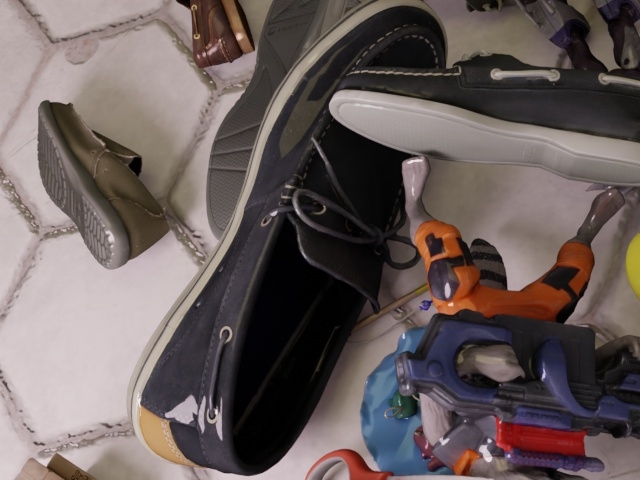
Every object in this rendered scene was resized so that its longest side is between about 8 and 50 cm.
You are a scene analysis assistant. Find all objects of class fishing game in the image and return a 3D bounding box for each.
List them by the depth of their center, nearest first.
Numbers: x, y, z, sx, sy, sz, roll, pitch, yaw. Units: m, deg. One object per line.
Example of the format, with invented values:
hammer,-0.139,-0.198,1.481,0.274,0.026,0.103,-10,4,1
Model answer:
fishing game,0.121,0.147,1.377,0.189,0.041,0.264,-26,57,10

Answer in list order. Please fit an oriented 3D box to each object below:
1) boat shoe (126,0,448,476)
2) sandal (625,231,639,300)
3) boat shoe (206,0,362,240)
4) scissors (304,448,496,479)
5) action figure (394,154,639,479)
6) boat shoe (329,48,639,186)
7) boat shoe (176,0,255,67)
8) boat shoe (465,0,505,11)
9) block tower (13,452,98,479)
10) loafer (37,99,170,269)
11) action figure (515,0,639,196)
boat shoe,0.000,0.000,1.413,0.156,0.187,0.500,21,78,47
sandal,0.419,0.012,1.229,0.317,0.138,0.126,1,59,-4
boat shoe,-0.024,-0.131,1.556,0.118,0.103,0.320,-5,60,42
scissors,0.057,0.202,1.271,0.021,0.297,0.109,2,64,-26
action figure,0.198,0.106,1.296,0.341,0.178,0.330,17,56,-16
boat shoe,0.161,-0.119,1.331,0.302,0.114,0.091,12,75,-4
boat shoe,-0.132,-0.285,1.700,0.073,0.073,0.207,-20,57,9
boat shoe,0.170,-0.273,1.573,0.219,0.078,0.070,2,99,20
block tower,-0.313,0.361,1.415,0.097,0.091,0.335,26,75,33
loafer,-0.238,-0.065,1.630,0.087,0.094,0.251,-15,49,-26
action figure,0.279,-0.156,1.434,0.185,0.099,0.285,-34,48,19
